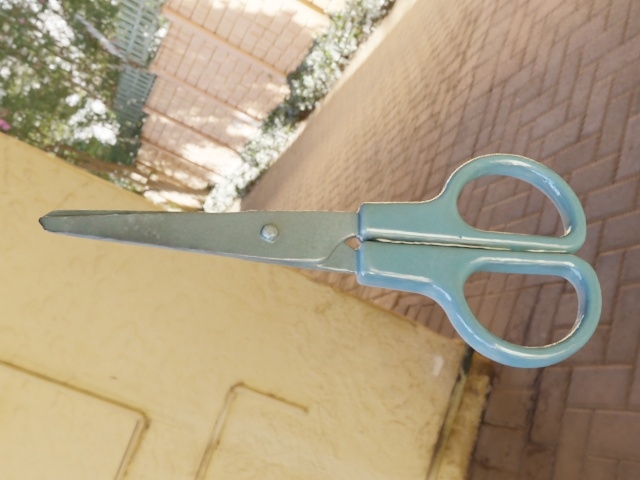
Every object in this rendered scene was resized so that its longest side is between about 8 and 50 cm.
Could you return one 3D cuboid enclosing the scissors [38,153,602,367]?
[{"bbox_3d":[0.000,0.000,0.570,0.029,0.448,0.192,99,174,-61],"label":"scissors"}]
